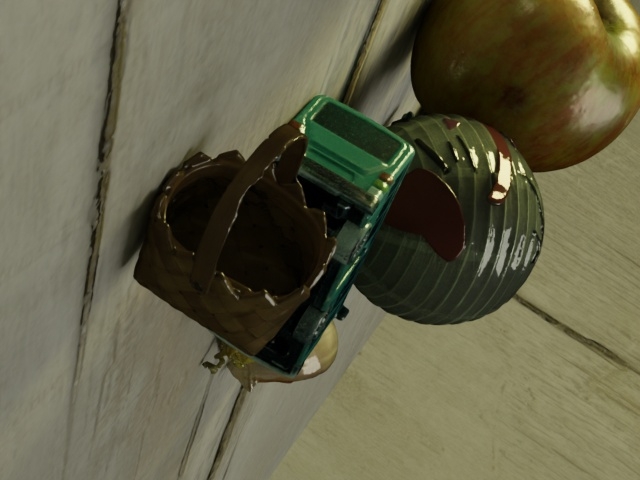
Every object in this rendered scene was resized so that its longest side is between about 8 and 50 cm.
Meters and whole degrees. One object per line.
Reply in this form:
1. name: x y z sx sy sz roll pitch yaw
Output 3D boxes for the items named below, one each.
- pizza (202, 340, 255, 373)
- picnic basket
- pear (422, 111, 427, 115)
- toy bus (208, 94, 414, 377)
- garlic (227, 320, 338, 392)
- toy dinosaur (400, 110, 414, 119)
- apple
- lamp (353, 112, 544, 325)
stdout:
1. pizza: -0.045 0.066 1.838 0.280 0.075 0.288 -50 170 -35
2. picnic basket: -0.055 -0.012 1.190 0.128 0.138 0.178 -54 175 -43
3. pear: 0.213 -0.165 2.274 0.167 0.136 0.167 -59 177 -5
4. toy bus: -0.014 -0.002 1.550 0.147 0.128 0.256 -51 169 -45
5. garlic: -0.039 0.133 2.101 0.128 0.090 0.198 -17 -167 17
6. toy dinosaur: 0.026 0.006 2.066 0.383 0.076 0.129 -59 166 -5
7. apple: 0.232 -0.201 1.797 0.264 0.264 0.264 -55 172 -11
8. lamp: 0.118 -0.022 1.684 0.233 0.233 0.265 -57 -151 2
